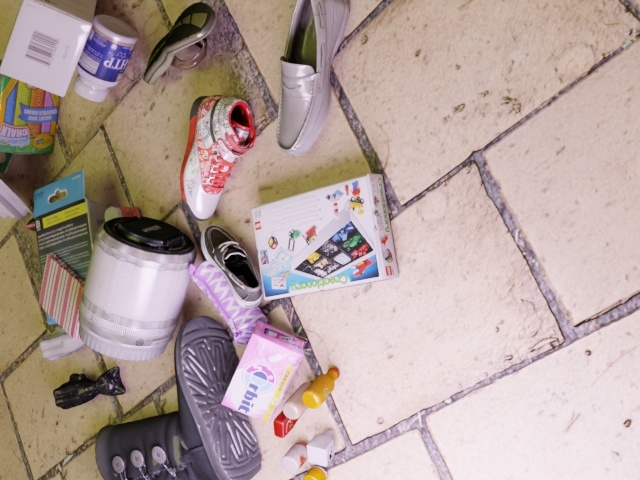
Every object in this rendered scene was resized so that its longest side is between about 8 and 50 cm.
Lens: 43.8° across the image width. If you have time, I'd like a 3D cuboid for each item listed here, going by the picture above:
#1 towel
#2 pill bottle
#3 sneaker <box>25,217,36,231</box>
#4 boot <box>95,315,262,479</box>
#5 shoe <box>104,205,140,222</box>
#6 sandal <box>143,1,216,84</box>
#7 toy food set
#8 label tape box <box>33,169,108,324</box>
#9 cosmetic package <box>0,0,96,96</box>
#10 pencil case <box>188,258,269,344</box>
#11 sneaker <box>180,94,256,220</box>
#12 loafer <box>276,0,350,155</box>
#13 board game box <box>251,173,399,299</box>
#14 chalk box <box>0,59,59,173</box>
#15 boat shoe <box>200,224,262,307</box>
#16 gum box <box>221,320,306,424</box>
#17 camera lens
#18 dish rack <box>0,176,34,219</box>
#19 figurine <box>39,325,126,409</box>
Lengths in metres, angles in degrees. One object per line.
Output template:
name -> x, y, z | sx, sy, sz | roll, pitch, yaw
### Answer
towel -> -0.618, 0.134, 1.923 | 0.197, 0.029, 0.144 | 32, 113, 37
pill bottle -> -0.521, -0.433, 1.906 | 0.112, 0.112, 0.186 | 48, 121, 28
sneaker -> -0.766, -0.060, 2.180 | 0.119, 0.047, 0.057 | -20, 57, 38
boot -> -0.352, 0.402, 1.791 | 0.445, 0.146, 0.367 | -27, 73, 42
shoe -> -0.463, 0.005, 1.895 | 0.064, 0.081, 0.178 | -2, 93, 33
sandal -> -0.296, -0.421, 1.738 | 0.303, 0.086, 0.120 | -21, 45, 56
toy food set -> -0.017, 0.360, 1.543 | 0.111, 0.104, 0.232 | 7, 115, 27
label tape box -> -0.596, 0.021, 1.988 | 0.249, 0.115, 0.347 | -14, 81, 40
cosmetic package -> -0.625, -0.513, 1.859 | 0.197, 0.155, 0.365 | -59, 25, 27
pencil case -> -0.192, 0.127, 1.665 | 0.206, 0.088, 0.086 | 50, 132, 29
sneaker -> -0.212, -0.170, 1.669 | 0.145, 0.090, 0.270 | 9, 95, 42
loafer -> -0.036, -0.318, 1.498 | 0.112, 0.111, 0.319 | 21, 105, 38
board game box -> 0.000, 0.000, 1.519 | 0.305, 0.053, 0.192 | -13, 84, 40
chalk box -> -0.829, -0.328, 2.130 | 0.180, 0.179, 0.288 | 23, 108, 37
boat shoe -> -0.179, 0.037, 1.640 | 0.219, 0.078, 0.070 | 52, 151, 30
gum box -> -0.111, 0.259, 1.586 | 0.107, 0.062, 0.188 | 24, 111, -2
camera lens -> -0.406, 0.098, 1.757 | 0.219, 0.219, 0.274 | 30, 110, 36
dish rack -> -0.927, -0.187, 2.146 | 0.072, 0.285, 0.333 | -44, 46, -11
figurine -> -0.591, 0.305, 2.009 | 0.209, 0.092, 0.214 | -17, 89, 31
